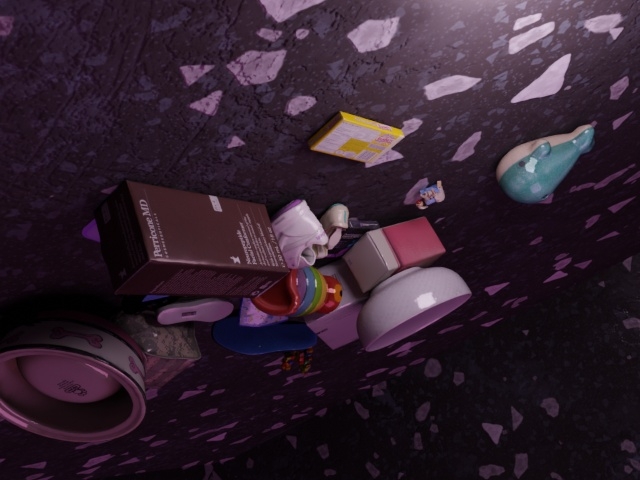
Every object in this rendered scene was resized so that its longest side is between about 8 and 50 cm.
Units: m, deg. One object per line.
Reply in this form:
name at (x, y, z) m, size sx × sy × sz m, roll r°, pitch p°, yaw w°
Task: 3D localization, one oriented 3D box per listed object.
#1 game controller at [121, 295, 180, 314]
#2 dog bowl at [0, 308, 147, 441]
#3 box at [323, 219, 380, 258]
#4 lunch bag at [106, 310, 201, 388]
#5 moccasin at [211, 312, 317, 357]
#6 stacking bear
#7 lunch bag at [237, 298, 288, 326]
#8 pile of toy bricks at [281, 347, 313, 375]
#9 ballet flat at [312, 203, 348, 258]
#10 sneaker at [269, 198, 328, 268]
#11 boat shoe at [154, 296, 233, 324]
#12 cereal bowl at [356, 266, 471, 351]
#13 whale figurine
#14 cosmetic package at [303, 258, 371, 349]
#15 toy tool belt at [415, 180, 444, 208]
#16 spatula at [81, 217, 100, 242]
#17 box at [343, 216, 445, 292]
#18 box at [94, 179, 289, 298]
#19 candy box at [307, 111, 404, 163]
game controller at (-0.369, 0.090, 1.732) m, size 0.167 × 0.067 × 0.319 m, roll -1°, pitch 150°, yaw -39°
dog bowl at (-0.624, 0.334, 1.760) m, size 0.408 × 0.150 × 0.407 m, roll 1°, pitch 133°, yaw 1°
box at (0.073, -0.002, 1.951) m, size 0.116 × 0.029 × 0.162 m, roll -1°, pitch 147°, yaw -41°
lunch bag at (-0.517, 0.305, 1.951) m, size 0.287 × 0.168 × 0.235 m, roll 13°, pitch 140°, yaw -43°
moccasin at (-0.183, 0.310, 2.228) m, size 0.342 × 0.137 × 0.117 m, roll 11°, pitch 170°, yaw -20°
stacking bear at (-0.045, 0.133, 1.899) m, size 0.164 × 0.175 × 0.289 m, roll -11°, pitch 163°, yaw 33°
lunch bag at (-0.163, 0.172, 1.991) m, size 0.151 × 0.096 × 0.128 m, roll -13°, pitch 125°, yaw -38°
pile of toy bricks at (-0.074, 0.476, 2.755) m, size 0.118 × 0.105 × 0.212 m, roll -9°, pitch 154°, yaw -27°
ballet flat at (0.000, 0.000, 1.829) m, size 0.086 × 0.086 × 0.248 m, roll -5°, pitch 152°, yaw -33°
sneaker at (-0.108, 0.034, 1.711) m, size 0.305 × 0.152 × 0.114 m, roll -39°, pitch -175°, yaw 37°
boat shoe at (-0.348, 0.177, 1.934) m, size 0.219 × 0.070 × 0.077 m, roll -1°, pitch 127°, yaw -30°
cereal bowl at (0.242, 0.171, 1.961) m, size 0.339 × 0.141 × 0.339 m, roll -25°, pitch 164°, yaw -8°
whale figurine at (0.601, -0.194, 1.842) m, size 0.272 × 0.141 × 0.216 m, roll -27°, pitch 156°, yaw 11°
cosmetic package at (0.066, 0.204, 2.229) m, size 0.217 × 0.156 × 0.385 m, roll -26°, pitch 155°, yaw 5°
toy tool belt at (0.285, -0.123, 1.857) m, size 0.083 × 0.052 × 0.051 m, roll -24°, pitch 125°, yaw -2°
spatula at (-0.385, 0.030, 1.548) m, size 0.084 × 0.030 × 0.296 m, roll -33°, pitch 130°, yaw 27°
box at (0.209, 0.039, 1.990) m, size 0.232 × 0.126 × 0.148 m, roll -16°, pitch 159°, yaw -36°
box at (-0.263, 0.008, 1.494) m, size 0.381 × 0.191 × 0.143 m, roll 5°, pitch 145°, yaw -48°
candy box at (0.078, -0.216, 1.500) m, size 0.206 × 0.027 × 0.105 m, roll 6°, pitch 142°, yaw -47°
